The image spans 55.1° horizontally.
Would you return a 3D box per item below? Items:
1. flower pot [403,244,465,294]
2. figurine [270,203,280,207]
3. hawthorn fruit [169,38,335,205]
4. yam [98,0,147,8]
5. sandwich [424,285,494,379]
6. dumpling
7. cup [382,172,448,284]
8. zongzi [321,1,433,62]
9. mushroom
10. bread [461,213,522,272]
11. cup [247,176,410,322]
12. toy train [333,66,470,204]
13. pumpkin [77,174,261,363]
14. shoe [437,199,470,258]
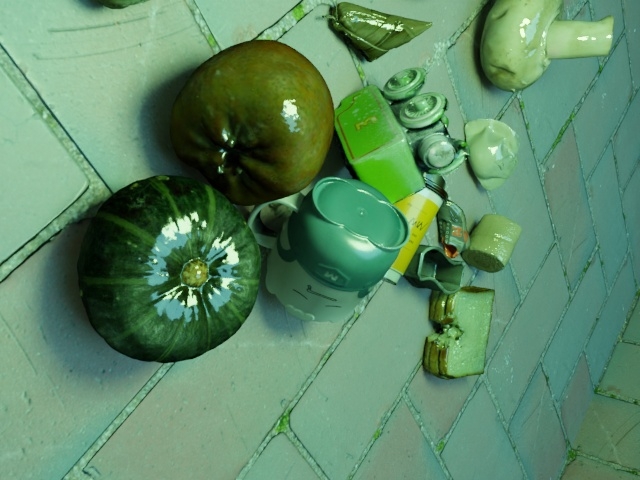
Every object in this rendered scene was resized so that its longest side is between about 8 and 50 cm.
[{"bbox_3d":[0.282,0.074,1.630,0.229,0.108,0.103,24,79,-45],"label":"flower pot"},{"bbox_3d":[-0.070,-0.104,1.261,0.047,0.050,0.083,38,68,-38],"label":"figurine"},{"bbox_3d":[-0.100,-0.212,1.067,0.301,0.267,0.268,-60,135,-43],"label":"hawthorn fruit"},{"bbox_3d":[-0.228,-0.466,0.976,0.330,0.133,0.133,-44,126,-29],"label":"yam"},{"bbox_3d":[0.407,0.269,1.807,0.249,0.095,0.273,7,90,-48],"label":"sandwich"},{"bbox_3d":[0.509,-0.257,1.796,0.124,0.151,0.229,-70,144,-53],"label":"dumpling"},{"bbox_3d":[0.173,-0.046,1.445,0.196,0.196,0.280,27,84,-46],"label":"cup"},{"bbox_3d":[0.122,-0.478,1.314,0.189,0.178,0.081,27,59,-46],"label":"zongzi"},{"bbox_3d":[0.610,-0.598,1.754,0.356,0.315,0.315,-28,124,2],"label":"mushroom"},{"bbox_3d":[0.512,0.007,1.839,0.134,0.148,0.141,33,70,-5],"label":"bread"},{"bbox_3d":[0.000,0.000,1.198,0.289,0.258,0.219,27,51,-7],"label":"cup"},{"bbox_3d":[0.161,-0.225,1.318,0.173,0.248,0.307,56,12,-38],"label":"toy train"},{"bbox_3d":[-0.242,0.043,0.991,0.300,0.207,0.300,-4,98,-32],"label":"pumpkin"},{"bbox_3d":[0.367,-0.030,1.735,0.077,0.074,0.194,-47,130,-25],"label":"shoe"}]
